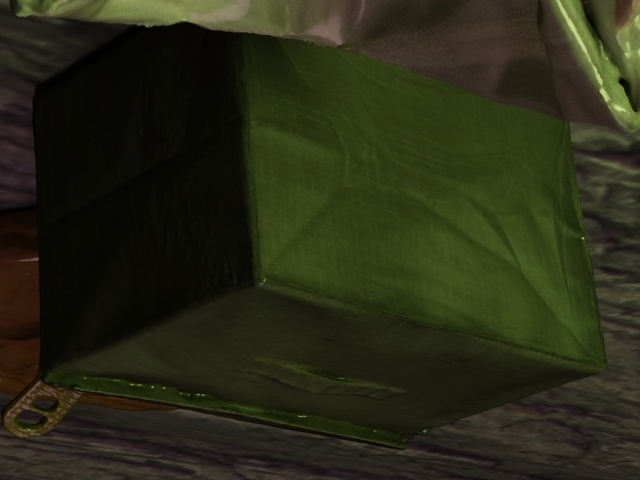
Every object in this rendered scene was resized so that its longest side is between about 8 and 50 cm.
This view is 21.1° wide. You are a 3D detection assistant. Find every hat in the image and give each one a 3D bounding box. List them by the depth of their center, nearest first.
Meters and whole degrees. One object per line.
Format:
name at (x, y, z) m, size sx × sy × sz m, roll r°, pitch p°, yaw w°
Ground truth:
hat at (0.022, -0.145, 0.570) m, size 0.219 × 0.164 × 0.226 m, roll 12°, pitch 116°, yaw -7°

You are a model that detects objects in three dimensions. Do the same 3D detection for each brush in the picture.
brush at (-0.105, 0.040, 0.949) m, size 0.082 × 0.010 × 0.218 m, roll 27°, pitch 118°, yaw -35°

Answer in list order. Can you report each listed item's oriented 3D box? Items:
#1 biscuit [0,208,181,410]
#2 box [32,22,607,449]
biscuit at (-0.097, 0.062, 1.083) m, size 0.269 × 0.051 × 0.376 m, roll -19°, pitch 154°, yaw 34°
box at (0.000, 0.000, 0.809) m, size 0.231 × 0.155 × 0.149 m, roll 17°, pitch 149°, yaw -41°
